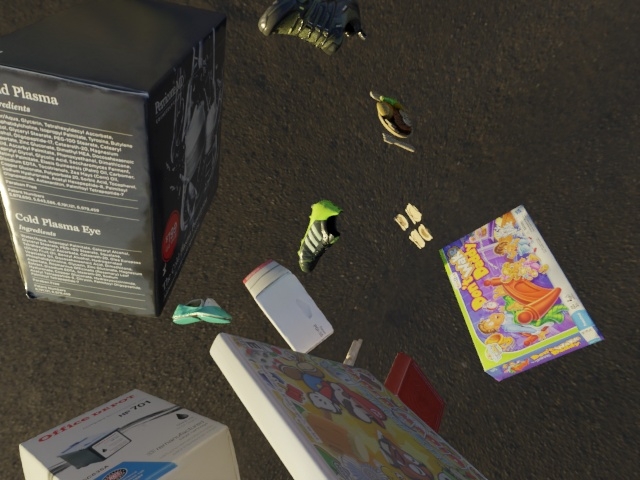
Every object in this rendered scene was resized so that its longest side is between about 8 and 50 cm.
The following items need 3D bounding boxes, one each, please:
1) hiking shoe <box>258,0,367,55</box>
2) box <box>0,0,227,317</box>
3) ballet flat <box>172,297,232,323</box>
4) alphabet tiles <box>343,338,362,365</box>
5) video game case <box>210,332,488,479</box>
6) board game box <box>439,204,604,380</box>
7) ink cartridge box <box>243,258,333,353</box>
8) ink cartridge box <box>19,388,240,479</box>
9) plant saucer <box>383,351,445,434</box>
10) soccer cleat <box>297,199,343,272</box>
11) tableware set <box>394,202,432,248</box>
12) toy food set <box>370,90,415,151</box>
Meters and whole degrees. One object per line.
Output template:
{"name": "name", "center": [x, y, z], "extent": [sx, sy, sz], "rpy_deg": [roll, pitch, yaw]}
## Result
{"name": "hiking shoe", "center": [-0.007, -0.417, 0.899], "extent": [0.227, 0.086, 0.114], "rpy_deg": [-25, 93, -24]}
{"name": "box", "center": [-0.258, -0.131, 0.642], "extent": [0.179, 0.343, 0.312], "rpy_deg": [9, 128, -3]}
{"name": "ballet flat", "center": [-0.416, 0.246, 1.645], "extent": [0.248, 0.083, 0.087], "rpy_deg": [-6, 62, 25]}
{"name": "alphabet tiles", "center": [0.048, 0.402, 1.242], "extent": [0.021, 0.278, 0.284], "rpy_deg": [21, 126, 12]}
{"name": "video game case", "center": [0.038, 0.161, 0.387], "extent": [0.227, 0.206, 0.026], "rpy_deg": [32, 94, 50]}
{"name": "board game box", "center": [0.439, 0.112, 1.073], "extent": [0.233, 0.078, 0.347], "rpy_deg": [-33, 42, 23]}
{"name": "ink cartridge box", "center": [-0.099, 0.174, 1.286], "extent": [0.117, 0.283, 0.207], "rpy_deg": [-37, 102, -9]}
{"name": "ink cartridge box", "center": [-0.200, 0.237, 0.484], "extent": [0.191, 0.140, 0.082], "rpy_deg": [1, 104, 41]}
{"name": "plant saucer", "center": [0.314, 0.523, 1.512], "extent": [0.048, 0.259, 0.258], "rpy_deg": [-34, 95, 32]}
{"name": "soccer cleat", "center": [0.000, 0.000, 1.009], "extent": [0.072, 0.060, 0.178], "rpy_deg": [29, 119, 26]}
{"name": "tableware set", "center": [0.316, -0.045, 1.559], "extent": [0.020, 0.168, 0.141], "rpy_deg": [-33, 82, -17]}
{"name": "toy food set", "center": [0.209, -0.336, 1.277], "extent": [0.038, 0.133, 0.192], "rpy_deg": [-43, 46, 42]}
